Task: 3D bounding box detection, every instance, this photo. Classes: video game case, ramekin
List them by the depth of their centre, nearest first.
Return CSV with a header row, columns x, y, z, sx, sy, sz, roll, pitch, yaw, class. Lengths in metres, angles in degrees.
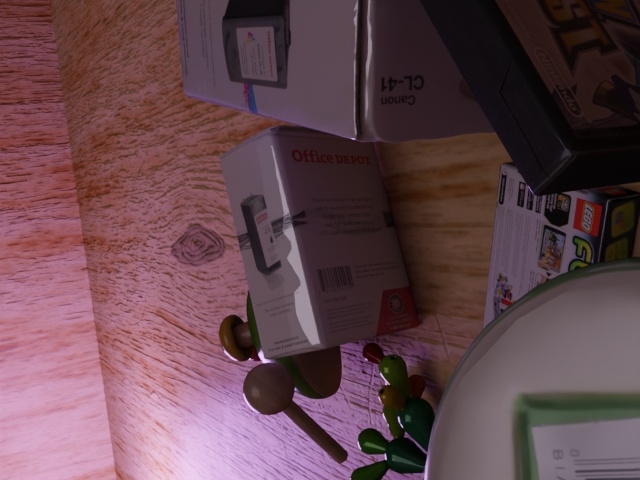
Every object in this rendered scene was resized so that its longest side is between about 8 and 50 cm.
x,y,z,sx,sy,sz,roll,pitch,yaw,class
0.146,-0.154,0.411,0.035,0.248,0.275,-54,51,50,video game case
0.199,0.149,0.411,0.303,0.148,0.303,-12,73,47,ramekin

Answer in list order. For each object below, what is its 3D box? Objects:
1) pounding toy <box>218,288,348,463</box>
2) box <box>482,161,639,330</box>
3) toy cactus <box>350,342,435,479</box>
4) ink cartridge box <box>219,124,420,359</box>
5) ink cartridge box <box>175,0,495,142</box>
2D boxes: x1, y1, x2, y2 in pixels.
x,y,z,sx,sy,sz,roll,pitch,yaw,class
-0.058,0.128,0.889,0.237,0.110,0.183,-94,-23,-44,pounding toy
0.184,0.049,0.622,0.114,0.036,0.207,32,125,54,box
0.094,0.225,0.789,0.180,0.112,0.219,11,99,50,toy cactus
0.000,0.000,0.799,0.092,0.158,0.218,-19,80,41,ink cartridge box
0.041,-0.170,0.623,0.306,0.226,0.131,24,120,56,ink cartridge box
